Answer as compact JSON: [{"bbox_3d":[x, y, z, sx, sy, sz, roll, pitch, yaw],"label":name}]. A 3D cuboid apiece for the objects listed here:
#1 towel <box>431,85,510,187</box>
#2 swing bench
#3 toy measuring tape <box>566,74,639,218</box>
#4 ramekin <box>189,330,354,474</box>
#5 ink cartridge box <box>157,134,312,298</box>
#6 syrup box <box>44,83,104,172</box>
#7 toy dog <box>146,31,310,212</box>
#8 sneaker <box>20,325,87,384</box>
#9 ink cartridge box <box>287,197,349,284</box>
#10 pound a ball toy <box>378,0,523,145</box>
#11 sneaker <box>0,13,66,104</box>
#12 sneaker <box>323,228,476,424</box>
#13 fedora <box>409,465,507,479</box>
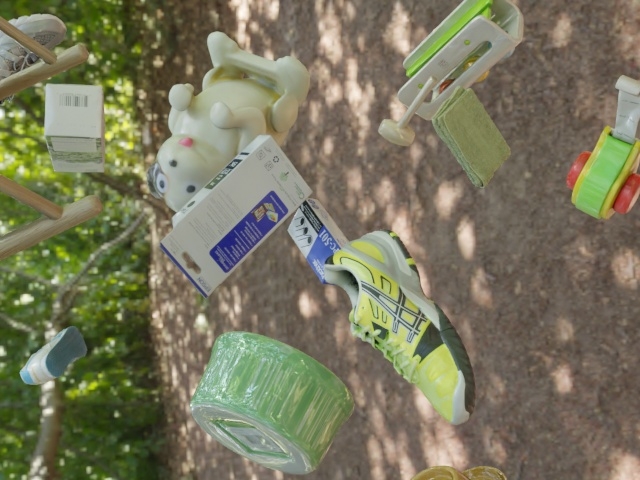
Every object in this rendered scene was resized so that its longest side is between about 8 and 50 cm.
[{"bbox_3d":[0.245,-0.169,1.367,0.148,0.110,0.027,51,148,-14],"label":"towel"},{"bbox_3d":[-0.354,-0.075,0.783,0.254,0.165,0.253,-36,47,18],"label":"swing bench"},{"bbox_3d":[0.448,-0.119,1.315,0.330,0.121,0.121,63,-170,-62],"label":"toy measuring tape"},{"bbox_3d":[-0.101,0.320,1.614,0.148,0.303,0.303,-62,8,-30],"label":"ramekin"},{"bbox_3d":[-0.182,-0.052,1.753,0.165,0.333,0.065,54,159,-26],"label":"ink cartridge box"},{"bbox_3d":[-0.434,-0.194,1.503,0.237,0.093,0.096,145,125,-74],"label":"syrup box"},{"bbox_3d":[-0.255,-0.243,2.050,0.408,0.284,0.395,-57,-11,-29],"label":"toy dog"},{"bbox_3d":[-0.646,0.277,2.051,0.229,0.092,0.087,-55,-58,-74],"label":"sneaker"},{"bbox_3d":[0.000,0.000,1.904,0.097,0.046,0.207,-62,39,24],"label":"ink cartridge box"},{"bbox_3d":[0.273,-0.338,1.743,0.319,0.135,0.208,-41,26,43],"label":"pound a ball toy"},{"bbox_3d":[-0.574,-0.302,1.532,0.115,0.281,0.105,54,177,10],"label":"sneaker"},{"bbox_3d":[0.133,0.159,1.457,0.145,0.147,0.385,95,150,-52],"label":"sneaker"},{"bbox_3d":[0.146,0.346,1.063,0.079,0.194,0.194,46,162,-14],"label":"fedora"}]
